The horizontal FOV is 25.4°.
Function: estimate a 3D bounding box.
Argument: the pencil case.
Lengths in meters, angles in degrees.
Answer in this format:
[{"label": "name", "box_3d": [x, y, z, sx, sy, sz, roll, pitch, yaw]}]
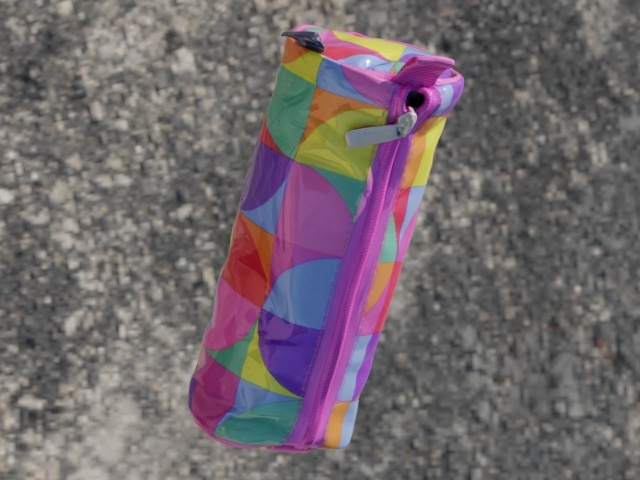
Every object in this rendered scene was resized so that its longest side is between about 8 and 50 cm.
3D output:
[{"label": "pencil case", "box_3d": [0.000, 0.000, 0.752, 0.104, 0.104, 0.236, -9, 121, -51]}]
